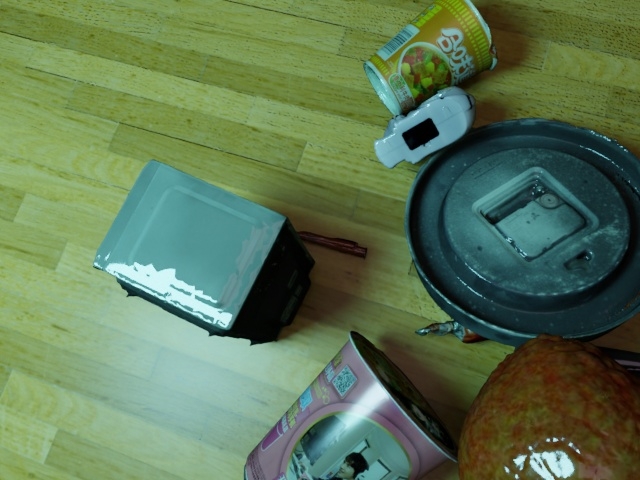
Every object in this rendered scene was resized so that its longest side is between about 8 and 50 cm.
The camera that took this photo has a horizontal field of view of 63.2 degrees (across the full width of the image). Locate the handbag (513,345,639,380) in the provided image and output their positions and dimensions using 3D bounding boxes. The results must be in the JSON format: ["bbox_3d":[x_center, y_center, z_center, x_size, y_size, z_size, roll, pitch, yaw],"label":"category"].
[{"bbox_3d":[0.391,0.295,0.760,0.257,0.113,0.285,9,80,18],"label":"handbag"}]

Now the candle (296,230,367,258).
[{"bbox_3d":[0.000,-0.001,0.917,0.167,0.021,0.026,15,99,9],"label":"candle"}]

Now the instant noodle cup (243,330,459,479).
[{"bbox_3d":[0.032,0.296,0.751,0.255,0.244,0.244,-42,76,4],"label":"instant noodle cup"}]

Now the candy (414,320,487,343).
[{"bbox_3d":[0.294,0.120,0.822,0.292,0.086,0.059,-12,66,5],"label":"candy"}]

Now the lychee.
[{"bbox_3d":[0.283,0.264,0.608,0.255,0.255,0.300,10,51,9],"label":"lychee"}]

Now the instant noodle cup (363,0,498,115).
[{"bbox_3d":[0.183,-0.313,0.908,0.185,0.168,0.168,-34,75,6],"label":"instant noodle cup"}]

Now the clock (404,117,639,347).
[{"bbox_3d":[0.323,-0.020,0.804,0.386,0.076,0.386,-5,60,10],"label":"clock"}]

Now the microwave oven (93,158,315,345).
[{"bbox_3d":[-0.152,0.042,0.783,0.238,0.295,0.181,25,80,11],"label":"microwave oven"}]

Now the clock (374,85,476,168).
[{"bbox_3d":[0.178,-0.195,0.877,0.176,0.117,0.080,-28,106,22],"label":"clock"}]
